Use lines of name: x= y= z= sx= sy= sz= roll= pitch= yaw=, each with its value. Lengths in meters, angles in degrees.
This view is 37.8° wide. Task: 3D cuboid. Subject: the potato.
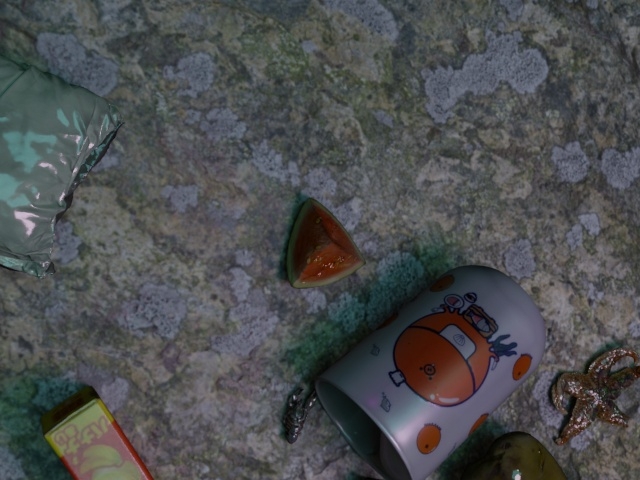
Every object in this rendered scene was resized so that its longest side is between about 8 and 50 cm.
potato: x=0.312 y=0.398 z=1.478 sx=0.154 sy=0.137 sz=0.200 roll=-34 pitch=120 yaw=13

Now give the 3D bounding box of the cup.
cup: x=0.176 y=0.190 z=1.408 sx=0.317 sy=0.212 sz=0.212 roll=-38 pitch=100 yaw=-20

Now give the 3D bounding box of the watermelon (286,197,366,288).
watermelon: x=0.000 y=0.000 z=1.411 sx=0.125 sy=0.094 sz=0.135 roll=-17 pitch=89 yaw=-12

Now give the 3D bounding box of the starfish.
starfish: x=0.470 y=0.269 z=1.606 sx=0.150 sy=0.053 sz=0.209 roll=40 pitch=79 yaw=-1

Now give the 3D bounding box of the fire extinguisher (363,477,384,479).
fire extinguisher: x=0.080 y=0.538 z=1.391 sx=0.102 sy=0.138 sz=0.344 roll=16 pitch=81 yaw=-16

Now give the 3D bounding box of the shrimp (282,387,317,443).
shrimp: x=-0.036 y=0.261 z=1.421 sx=0.038 sy=0.029 sz=0.092 roll=29 pitch=72 yaw=-8

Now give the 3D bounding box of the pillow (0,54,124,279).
pillow: x=-0.443 y=-0.123 z=1.228 sx=0.310 sy=0.138 sz=0.283 roll=23 pitch=79 yaw=-15

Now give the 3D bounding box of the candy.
candy: x=-0.269 y=0.338 z=1.269 sx=0.088 sy=0.146 sz=0.276 roll=-34 pitch=100 yaw=-17
